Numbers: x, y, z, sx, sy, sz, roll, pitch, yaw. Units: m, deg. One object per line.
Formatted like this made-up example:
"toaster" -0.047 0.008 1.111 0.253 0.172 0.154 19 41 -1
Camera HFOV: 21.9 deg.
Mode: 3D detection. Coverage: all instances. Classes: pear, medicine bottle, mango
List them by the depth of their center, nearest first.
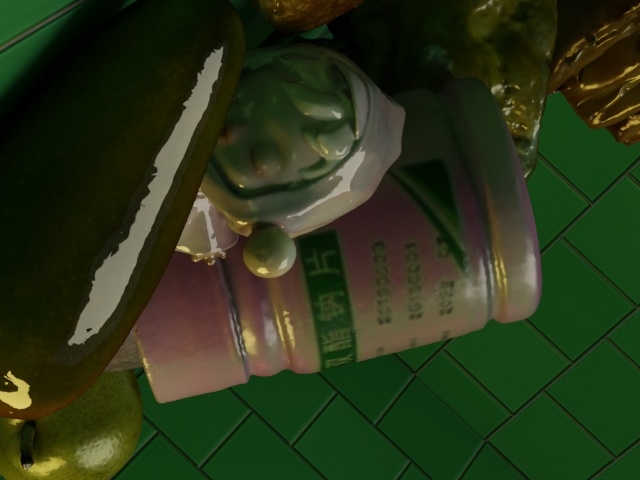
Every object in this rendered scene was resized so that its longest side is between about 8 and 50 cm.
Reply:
"mango" -0.138 -0.026 0.987 0.289 0.129 0.146 -56 171 7
"medicine bottle" 0.000 0.000 1.357 0.325 0.212 0.212 -13 175 -4
"pear" -0.266 0.168 1.622 0.166 0.180 0.216 -1 -170 13

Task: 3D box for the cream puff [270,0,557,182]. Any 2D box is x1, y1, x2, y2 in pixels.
"cream puff" 0.069 -0.146 1.603 0.378 0.275 0.378 -171 -90 -87

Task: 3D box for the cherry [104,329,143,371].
"cherry" -0.184 0.049 1.532 0.176 0.140 0.176 -25 162 -9

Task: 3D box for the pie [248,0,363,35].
"pie" 0.054 -0.257 1.154 0.315 0.092 0.315 -45 179 -1

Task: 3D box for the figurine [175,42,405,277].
"figurine" -0.072 -0.055 1.195 0.276 0.200 0.133 -19 163 5

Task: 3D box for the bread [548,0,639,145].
"bread" 0.305 -0.307 1.717 0.191 0.370 0.314 -10 159 -45
